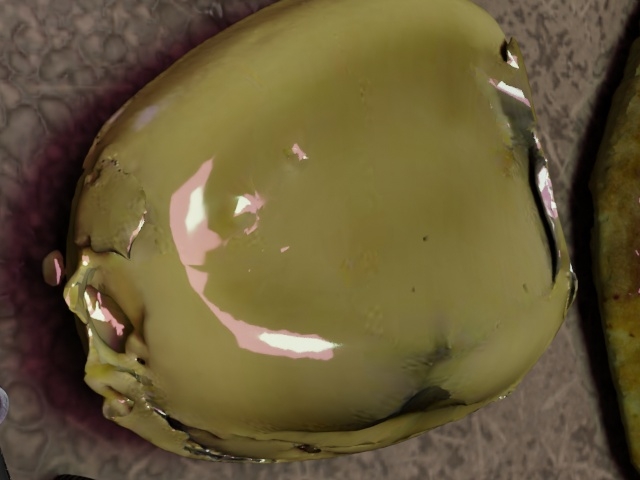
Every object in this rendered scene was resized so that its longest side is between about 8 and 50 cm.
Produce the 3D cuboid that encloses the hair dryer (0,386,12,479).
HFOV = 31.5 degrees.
[{"bbox_3d":[-0.161,0.095,0.545,0.026,0.047,0.083,-25,120,-26],"label":"hair dryer"}]

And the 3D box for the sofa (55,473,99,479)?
[{"bbox_3d":[-0.142,0.167,0.537,0.039,0.060,0.118,50,62,-15],"label":"sofa"}]

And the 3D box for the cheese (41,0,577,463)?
[{"bbox_3d":[0.000,0.000,0.615,0.315,0.128,0.260,-25,93,-40],"label":"cheese"}]

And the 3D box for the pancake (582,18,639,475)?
[{"bbox_3d":[0.310,0.014,0.862,0.304,0.066,0.427,27,70,-33],"label":"pancake"}]
